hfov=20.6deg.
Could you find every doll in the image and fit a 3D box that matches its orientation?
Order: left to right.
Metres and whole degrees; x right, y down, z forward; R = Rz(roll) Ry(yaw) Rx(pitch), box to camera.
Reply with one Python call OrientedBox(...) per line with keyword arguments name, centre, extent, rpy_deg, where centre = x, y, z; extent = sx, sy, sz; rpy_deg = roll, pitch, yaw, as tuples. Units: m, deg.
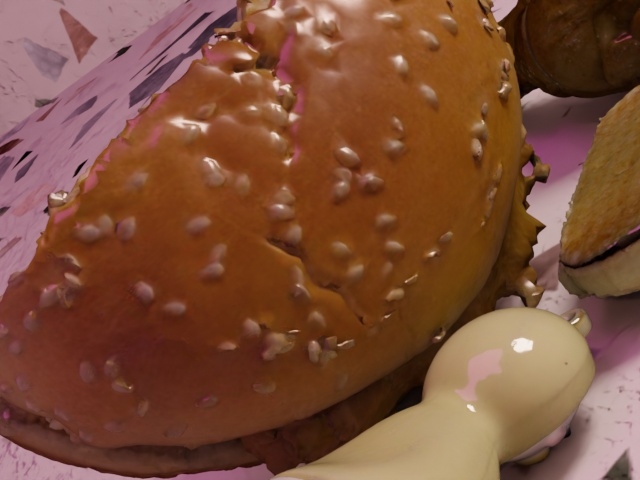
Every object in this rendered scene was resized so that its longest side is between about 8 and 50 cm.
OrientedBox(name="doll", centre=(0.066, 0.134, 0.994), extent=(0.296, 0.117, 0.141), rpy_deg=(-35, 6, -30))

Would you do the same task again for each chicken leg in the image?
OrientedBox(name="chicken leg", centre=(0.200, -0.168, 1.418), extent=(0.201, 0.153, 0.429), rpy_deg=(-36, 5, -32))

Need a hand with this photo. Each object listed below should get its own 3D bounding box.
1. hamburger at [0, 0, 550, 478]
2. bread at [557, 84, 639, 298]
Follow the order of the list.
OrientedBox(name="hamburger", centre=(0.000, 0.000, 1.158), extent=(0.445, 0.287, 0.268), rpy_deg=(-50, -5, -21))
OrientedBox(name="bread", centre=(0.254, -0.063, 1.137), extent=(0.207, 0.056, 0.286), rpy_deg=(-28, 17, 32))
